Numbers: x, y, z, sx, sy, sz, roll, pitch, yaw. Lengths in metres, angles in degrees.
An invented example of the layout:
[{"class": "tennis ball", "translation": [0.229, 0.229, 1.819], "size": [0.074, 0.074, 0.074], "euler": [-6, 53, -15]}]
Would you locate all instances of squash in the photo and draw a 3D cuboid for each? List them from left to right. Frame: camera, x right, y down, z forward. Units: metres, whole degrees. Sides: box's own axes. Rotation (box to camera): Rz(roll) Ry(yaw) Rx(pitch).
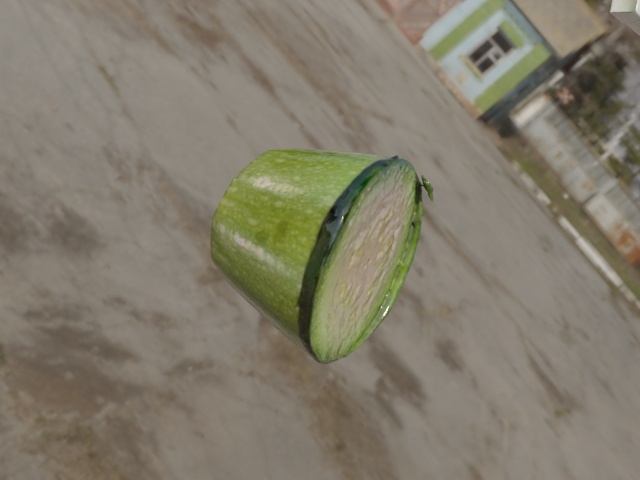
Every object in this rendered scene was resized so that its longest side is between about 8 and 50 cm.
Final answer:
[{"class": "squash", "translation": [0.000, 0.000, 0.818], "size": [0.122, 0.170, 0.170], "euler": [26, -1, 32]}]

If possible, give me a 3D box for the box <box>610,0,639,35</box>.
[{"class": "box", "translation": [0.407, -0.292, 1.281], "size": [0.040, 0.084, 0.154], "euler": [13, -1, 41]}]
